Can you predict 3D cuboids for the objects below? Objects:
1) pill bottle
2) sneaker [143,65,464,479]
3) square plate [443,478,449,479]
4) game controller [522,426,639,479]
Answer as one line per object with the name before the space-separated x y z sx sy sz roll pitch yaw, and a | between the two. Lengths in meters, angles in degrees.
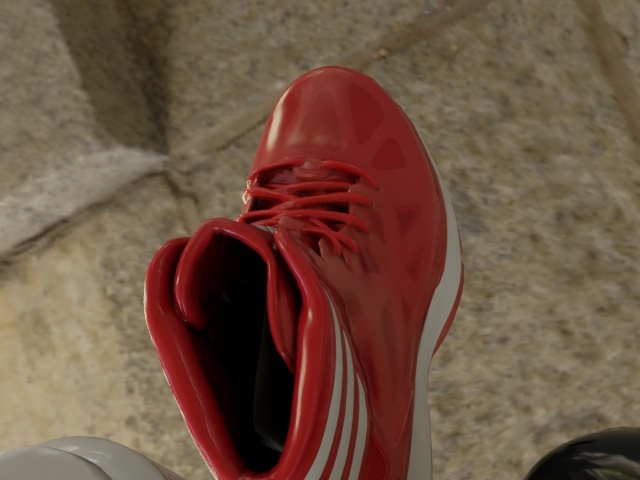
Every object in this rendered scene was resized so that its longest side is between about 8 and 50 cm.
pill bottle | -0.170 0.241 1.014 0.169 0.301 0.169 -3 71 8
sneaker | 0.000 0.000 0.454 0.087 0.128 0.221 -10 54 9
square plate | -0.037 0.400 1.236 0.049 0.344 0.347 43 124 24
game controller | 0.074 0.214 0.381 0.166 0.067 0.319 15 81 57
